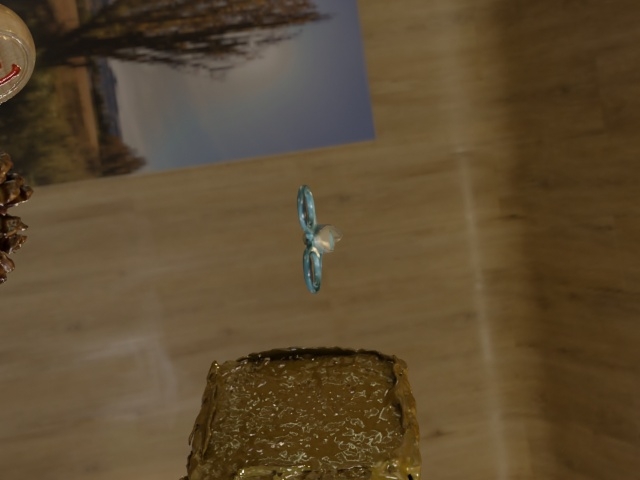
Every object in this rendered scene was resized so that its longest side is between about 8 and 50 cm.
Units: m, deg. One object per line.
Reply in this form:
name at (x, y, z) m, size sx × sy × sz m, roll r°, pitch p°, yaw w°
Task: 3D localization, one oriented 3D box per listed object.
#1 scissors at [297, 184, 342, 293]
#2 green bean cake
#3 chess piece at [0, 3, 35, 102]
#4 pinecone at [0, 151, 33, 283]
scissors at (0.000, 0.000, 0.571) m, size 0.119 × 0.014 × 0.058 m, roll 6°, pitch 78°, yaw -81°
green bean cake at (-0.016, 0.213, 1.009) m, size 0.224 × 0.229 × 0.131 m, roll -88°, pitch 174°, yaw -61°
chess piece at (-0.246, -0.132, 0.714) m, size 0.038 × 0.083 × 0.084 m, roll 60°, pitch -21°, yaw 30°
pinecone at (-0.321, -0.031, 0.849) m, size 0.173 × 0.173 × 0.173 m, roll 171°, pitch -90°, yaw -78°
